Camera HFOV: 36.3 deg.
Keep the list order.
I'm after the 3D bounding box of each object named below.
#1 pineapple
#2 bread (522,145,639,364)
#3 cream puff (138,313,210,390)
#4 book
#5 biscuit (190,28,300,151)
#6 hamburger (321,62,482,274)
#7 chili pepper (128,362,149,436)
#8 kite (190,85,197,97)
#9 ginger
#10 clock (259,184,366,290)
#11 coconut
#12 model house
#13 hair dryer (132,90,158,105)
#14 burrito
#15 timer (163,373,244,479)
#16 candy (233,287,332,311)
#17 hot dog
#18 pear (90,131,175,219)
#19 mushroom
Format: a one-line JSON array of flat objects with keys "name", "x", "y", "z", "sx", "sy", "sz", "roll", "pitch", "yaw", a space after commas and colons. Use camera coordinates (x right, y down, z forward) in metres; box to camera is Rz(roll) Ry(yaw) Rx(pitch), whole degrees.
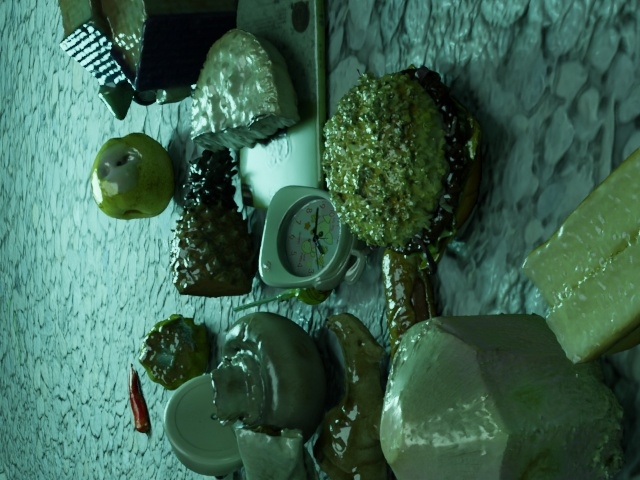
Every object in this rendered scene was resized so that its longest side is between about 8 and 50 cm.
[{"name": "pineapple", "x": -0.180, "y": -0.042, "z": 1.673, "sx": 0.158, "sy": 0.157, "sz": 0.279, "roll": -21, "pitch": 65, "yaw": 58}, {"name": "bread", "x": 0.318, "y": -0.025, "z": 0.750, "sx": 0.111, "sy": 0.239, "sz": 0.246, "roll": 63, "pitch": 145, "yaw": 21}, {"name": "cream puff", "x": -0.274, "y": 0.213, "z": 1.882, "sx": 0.116, "sy": 0.146, "sz": 0.146, "roll": 12, "pitch": -109, "yaw": -82}, {"name": "book", "x": -0.061, "y": -0.219, "z": 1.530, "sx": 0.239, "sy": 0.035, "sz": 0.352, "roll": 11, "pitch": 104, "yaw": 56}, {"name": "biscuit", "x": -0.134, "y": -0.236, "z": 1.530, "sx": 0.281, "sy": 0.084, "sz": 0.179, "roll": -15, "pitch": 81, "yaw": 58}, {"name": "hamburger", "x": 0.094, "y": -0.089, "z": 1.195, "sx": 0.262, "sy": 0.138, "sz": 0.243, "roll": 46, "pitch": 131, "yaw": 47}, {"name": "chili pepper", "x": -0.417, "y": 0.363, "z": 2.216, "sx": 0.045, "sy": 0.027, "sz": 0.178, "roll": -36, "pitch": 63, "yaw": 56}, {"name": "kite", "x": -0.223, "y": -0.316, "z": 1.802, "sx": 0.189, "sy": 0.009, "sz": 0.232, "roll": 12, "pitch": 106, "yaw": 56}, {"name": "ginger", "x": 0.052, "y": 0.261, "z": 1.377, "sx": 0.148, "sy": 0.081, "sz": 0.334, "roll": 21, "pitch": 114, "yaw": 51}, {"name": "clock", "x": 0.000, "y": 0.000, "z": 1.398, "sx": 0.191, "sy": 0.062, "sz": 0.152, "roll": 4, "pitch": 80, "yaw": 42}, {"name": "coconut", "x": 0.173, "y": 0.189, "z": 1.008, "sx": 0.233, "sy": 0.245, "sz": 0.233, "roll": 9, "pitch": 101, "yaw": 55}, {"name": "model house", "x": -0.290, "y": -0.364, "z": 1.687, "sx": 0.312, "sy": 0.245, "sz": 0.280, "roll": -15, "pitch": 89, "yaw": 51}, {"name": "hair dryer", "x": -0.357, "y": -0.390, "z": 1.970, "sx": 0.124, "sy": 0.071, "sz": 0.219, "roll": 33, "pitch": 114, "yaw": 50}, {"name": "burrito", "x": -0.050, "y": 0.415, "z": 1.490, "sx": 0.076, "sy": 0.117, "sz": 0.392, "roll": -71, "pitch": -20, "yaw": -49}, {"name": "timer", "x": -0.189, "y": 0.382, "z": 1.760, "sx": 0.266, "sy": 0.175, "sz": 0.175, "roll": 97, "pitch": 150, "yaw": -50}, {"name": "candy", "x": -0.062, "y": 0.084, "z": 1.505, "sx": 0.194, "sy": 0.062, "sz": 0.058, "roll": -18, "pitch": 106, "yaw": 35}, {"name": "hot dog", "x": 0.122, "y": 0.143, "z": 1.268, "sx": 0.088, "sy": 0.061, "sz": 0.286, "roll": 149, "pitch": 113, "yaw": -68}, {"name": "pear", "x": -0.370, "y": -0.128, "z": 1.928, "sx": 0.178, "sy": 0.178, "sz": 0.178, "roll": 15, "pitch": 107, "yaw": 57}, {"name": "mushroom", "x": -0.090, "y": 0.221, "z": 1.513, "sx": 0.226, "sy": 0.178, "sz": 0.227, "roll": -16, "pitch": 71, "yaw": 60}]
